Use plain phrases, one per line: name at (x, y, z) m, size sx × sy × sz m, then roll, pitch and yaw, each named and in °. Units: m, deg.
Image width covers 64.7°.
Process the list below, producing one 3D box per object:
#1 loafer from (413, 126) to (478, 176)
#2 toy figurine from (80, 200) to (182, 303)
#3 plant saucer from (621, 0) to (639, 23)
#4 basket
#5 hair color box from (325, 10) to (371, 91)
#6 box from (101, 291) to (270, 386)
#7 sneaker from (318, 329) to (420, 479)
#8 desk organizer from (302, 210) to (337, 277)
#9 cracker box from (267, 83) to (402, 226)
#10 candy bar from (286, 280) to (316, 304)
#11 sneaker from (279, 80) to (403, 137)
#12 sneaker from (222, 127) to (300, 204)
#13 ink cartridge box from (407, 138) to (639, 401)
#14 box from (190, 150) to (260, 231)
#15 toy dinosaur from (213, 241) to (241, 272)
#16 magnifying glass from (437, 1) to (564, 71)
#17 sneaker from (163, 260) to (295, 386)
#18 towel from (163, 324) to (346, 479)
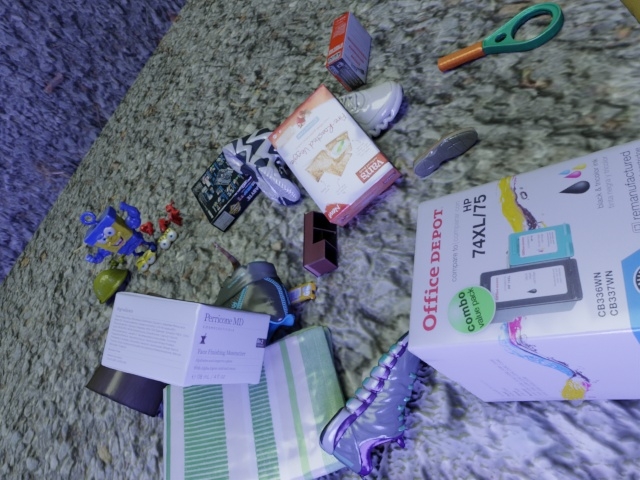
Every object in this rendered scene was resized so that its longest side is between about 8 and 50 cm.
loafer at (0.214, -0.163, 0.886) m, size 0.125 × 0.045 × 0.039 m, roll -34°, pitch 36°, yaw 26°
toy figurine at (-0.599, -0.012, 1.443) m, size 0.362 × 0.217 × 0.191 m, roll -42°, pitch 40°, yaw 13°
plant saucer at (0.593, -0.380, 0.640) m, size 0.333 × 0.081 × 0.332 m, roll -28°, pitch 45°, yaw 29°
basket at (-0.372, 0.240, 1.088) m, size 0.204 × 0.154 × 0.226 m, roll -25°, pitch 37°, yaw 61°
hair color box at (0.068, -0.450, 1.202) m, size 0.053 × 0.093 × 0.167 m, roll -18°, pitch 50°, yaw 37°
box at (-0.210, 0.158, 0.811) m, size 0.182 × 0.181 × 0.119 m, roll 3°, pitch 79°, yaw 30°
sneaker at (0.101, 0.225, 0.707) m, size 0.098 × 0.083 × 0.223 m, roll 39°, pitch 82°, yaw 17°
desk organizer at (0.000, 0.000, 0.974) m, size 0.050 × 0.047 × 0.130 m, roll -24°, pitch 48°, yaw 28°
cracker box at (0.023, -0.164, 0.979) m, size 0.156 × 0.067 × 0.232 m, roll -42°, pitch 70°, yaw 14°
candy bar at (-0.073, 0.117, 0.981) m, size 0.162 × 0.018 × 0.040 m, roll -23°, pitch 51°, yaw 31°
sneaker at (0.038, -0.259, 1.074) m, size 0.292 × 0.118 × 0.110 m, roll -24°, pitch 46°, yaw 30°
sneaker at (-0.099, -0.189, 1.172) m, size 0.153 × 0.094 × 0.235 m, roll -42°, pitch 55°, yaw -21°
ink cartridge box at (0.265, 0.052, 0.551) m, size 0.270 × 0.197 × 0.198 m, roll -16°, pitch 52°, yaw 38°
box at (-0.244, -0.145, 1.319) m, size 0.175 × 0.051 × 0.220 m, roll -49°, pitch 39°, yaw 5°
toy dinosaur at (-0.165, 0.087, 1.013) m, size 0.064 × 0.112 × 0.211 m, roll 50°, pitch 138°, yaw 32°
magnifying glass at (0.328, -0.370, 0.939) m, size 0.231 × 0.026 × 0.092 m, roll -14°, pitch 53°, yaw 39°
sneaker at (-0.188, 0.193, 0.957) m, size 0.341 × 0.125 × 0.139 m, roll -48°, pitch 58°, yaw 20°
towel at (-0.113, 0.292, 0.819) m, size 0.325 × 0.038 × 0.247 m, roll -24°, pitch 46°, yaw 9°
